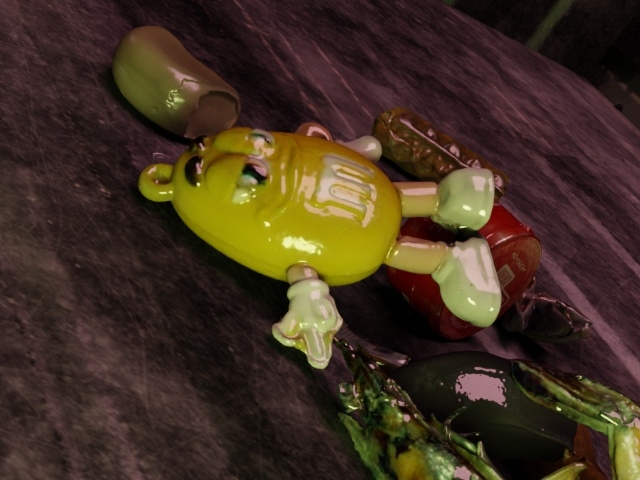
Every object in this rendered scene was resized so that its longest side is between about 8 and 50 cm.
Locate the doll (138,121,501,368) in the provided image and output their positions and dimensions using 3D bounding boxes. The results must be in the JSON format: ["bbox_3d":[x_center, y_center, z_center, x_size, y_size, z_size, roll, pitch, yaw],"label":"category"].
[{"bbox_3d":[0.028,-0.012,1.615,0.423,0.161,0.348,-14,56,-29],"label":"doll"}]

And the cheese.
[{"bbox_3d":[-0.214,-0.230,1.868,0.202,0.091,0.175,48,22,29],"label":"cheese"}]

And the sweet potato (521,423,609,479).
[{"bbox_3d":[0.292,0.269,1.554,0.097,0.097,0.292,26,19,-25],"label":"sweet potato"}]

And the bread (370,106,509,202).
[{"bbox_3d":[0.208,-0.141,2.337,0.269,0.098,0.087,33,2,-4],"label":"bread"}]

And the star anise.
[{"bbox_3d":[0.312,0.102,1.982,0.230,0.081,0.262,18,16,-40],"label":"star anise"}]

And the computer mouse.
[{"bbox_3d":[0.181,0.181,1.493,0.264,0.088,0.147,5,35,-24],"label":"computer mouse"}]

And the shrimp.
[{"bbox_3d":[0.189,0.214,1.350,0.445,0.272,0.085,38,-20,31],"label":"shrimp"}]

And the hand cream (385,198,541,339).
[{"bbox_3d":[0.195,0.028,1.802,0.193,0.193,0.125,9,31,-51],"label":"hand cream"}]

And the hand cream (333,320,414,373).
[{"bbox_3d":[0.057,0.126,1.600,0.163,0.039,0.062,35,21,15],"label":"hand cream"}]
